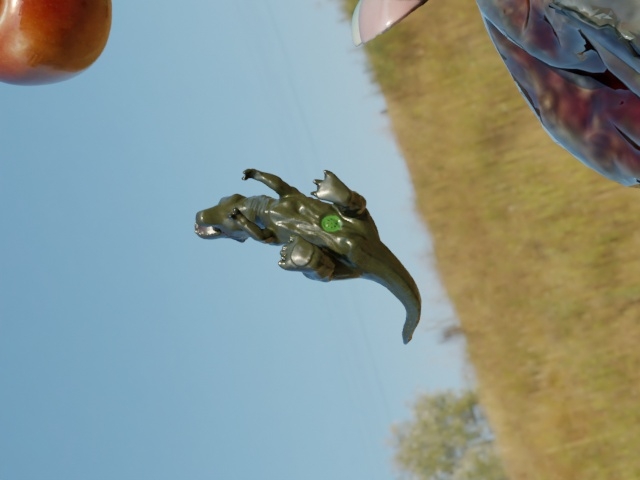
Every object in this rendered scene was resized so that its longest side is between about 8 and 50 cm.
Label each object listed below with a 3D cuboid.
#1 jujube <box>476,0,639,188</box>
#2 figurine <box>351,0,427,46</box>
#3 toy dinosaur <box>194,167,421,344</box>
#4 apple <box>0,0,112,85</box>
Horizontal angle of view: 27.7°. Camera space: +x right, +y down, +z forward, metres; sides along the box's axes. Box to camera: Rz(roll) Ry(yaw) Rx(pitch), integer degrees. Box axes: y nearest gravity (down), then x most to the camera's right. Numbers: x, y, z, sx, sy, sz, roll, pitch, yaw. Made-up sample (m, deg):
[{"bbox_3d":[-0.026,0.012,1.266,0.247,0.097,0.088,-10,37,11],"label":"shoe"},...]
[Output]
[{"bbox_3d":[0.216,-0.155,0.568,0.226,0.317,0.226,43,163,17],"label":"jujube"},{"bbox_3d":[-0.012,-0.388,1.631,0.315,0.284,0.206,52,174,-6],"label":"figurine"},{"bbox_3d":[0.000,0.000,1.070,0.087,0.187,0.179,-63,-23,-5],"label":"toy dinosaur"},{"bbox_3d":[-0.286,-0.227,1.262,0.139,0.163,0.163,-16,-92,-59],"label":"apple"}]
